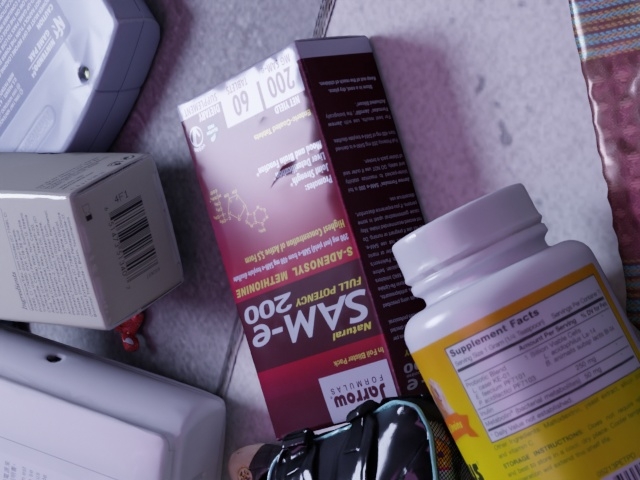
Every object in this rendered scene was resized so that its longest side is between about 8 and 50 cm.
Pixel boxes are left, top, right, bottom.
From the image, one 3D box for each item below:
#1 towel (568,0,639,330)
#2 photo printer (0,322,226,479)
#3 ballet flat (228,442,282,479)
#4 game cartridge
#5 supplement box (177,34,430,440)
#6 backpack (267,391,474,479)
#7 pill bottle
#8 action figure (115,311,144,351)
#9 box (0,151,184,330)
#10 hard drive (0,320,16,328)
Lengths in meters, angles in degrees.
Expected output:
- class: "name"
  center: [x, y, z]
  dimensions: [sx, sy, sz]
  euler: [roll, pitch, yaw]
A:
- class: "towel"
  center: [0.280, -0.097, 0.735]
  dimensions: [0.370, 0.040, 0.271]
  euler: [-12, 89, 46]
- class: "photo printer"
  center: [-0.232, 0.199, 1.203]
  dimensions: [0.308, 0.107, 0.256]
  euler: [15, 110, 23]
- class: "ballet flat"
  center: [-0.007, 0.193, 1.074]
  dimensions: [0.173, 0.049, 0.057]
  euler: [31, 118, 37]
- class: "game cartridge"
  center: [-0.239, -0.137, 1.238]
  dimensions: [0.294, 0.060, 0.196]
  euler: [-46, 63, 41]
- class: "supplement box"
  center: [0.000, 0.000, 1.011]
  dimensions: [0.130, 0.073, 0.239]
  euler: [-22, 83, 45]
- class: "backpack"
  center: [0.059, 0.205, 0.934]
  dimensions: [0.166, 0.144, 0.188]
  euler: [-28, 55, 43]
- class: "pill bottle"
  center: [0.124, 0.081, 0.855]
  dimensions: [0.117, 0.117, 0.215]
  euler: [-32, 82, 44]
- class: "action figure"
  center: [-0.168, 0.035, 1.220]
  dimensions: [0.038, 0.030, 0.115]
  euler: [-32, 77, 39]
- class: "box"
  center: [-0.244, -0.005, 1.179]
  dimensions: [0.275, 0.094, 0.113]
  euler: [4, 116, 36]
- class: "hard drive"
  center: [-0.330, 0.078, 1.319]
  dimensions: [0.022, 0.135, 0.094]
  euler: [177, 83, -77]
